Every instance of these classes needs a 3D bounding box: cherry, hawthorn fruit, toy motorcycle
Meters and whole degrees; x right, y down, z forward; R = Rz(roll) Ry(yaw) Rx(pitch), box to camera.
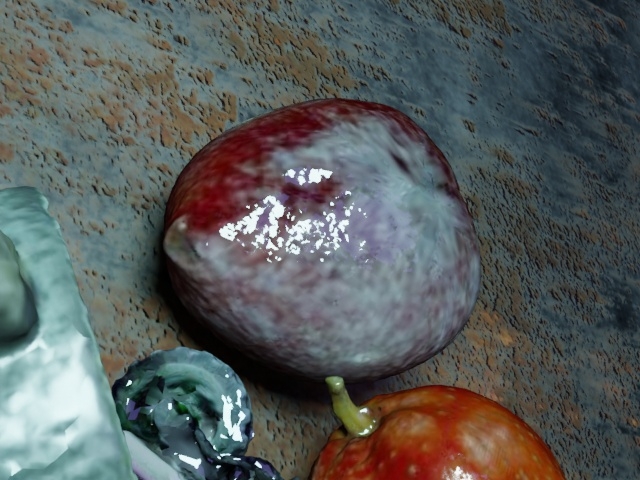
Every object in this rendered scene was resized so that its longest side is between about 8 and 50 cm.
[{"bbox_3d":[0.000,0.000,0.944,0.300,0.203,0.230,0,73,-39],"label":"cherry"},{"bbox_3d":[0.082,0.199,0.908,0.253,0.205,0.205,56,39,-4],"label":"hawthorn fruit"},{"bbox_3d":[-0.061,0.232,0.770,0.188,0.143,0.327,-36,75,-9],"label":"toy motorcycle"}]

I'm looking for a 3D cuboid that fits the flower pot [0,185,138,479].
[{"bbox_3d":[-0.223,0.132,0.527,0.282,0.299,0.299,-16,76,-14],"label":"flower pot"}]
